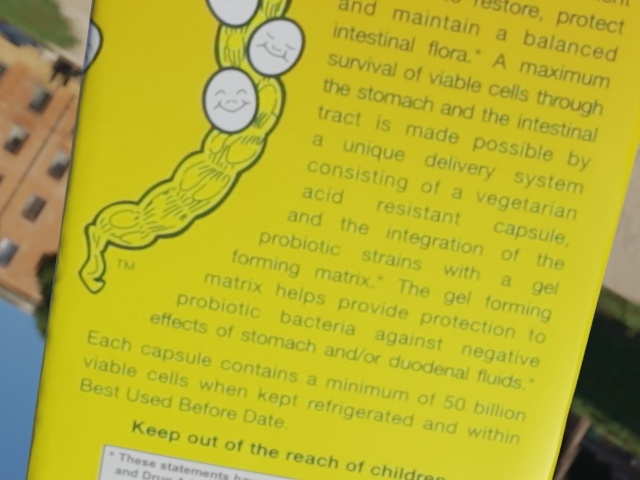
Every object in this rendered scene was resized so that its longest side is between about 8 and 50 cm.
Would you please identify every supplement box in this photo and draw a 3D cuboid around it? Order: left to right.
[{"bbox_3d":[0.000,0.000,0.585,0.195,0.356,0.194,10,-163,-3],"label":"supplement box"}]
